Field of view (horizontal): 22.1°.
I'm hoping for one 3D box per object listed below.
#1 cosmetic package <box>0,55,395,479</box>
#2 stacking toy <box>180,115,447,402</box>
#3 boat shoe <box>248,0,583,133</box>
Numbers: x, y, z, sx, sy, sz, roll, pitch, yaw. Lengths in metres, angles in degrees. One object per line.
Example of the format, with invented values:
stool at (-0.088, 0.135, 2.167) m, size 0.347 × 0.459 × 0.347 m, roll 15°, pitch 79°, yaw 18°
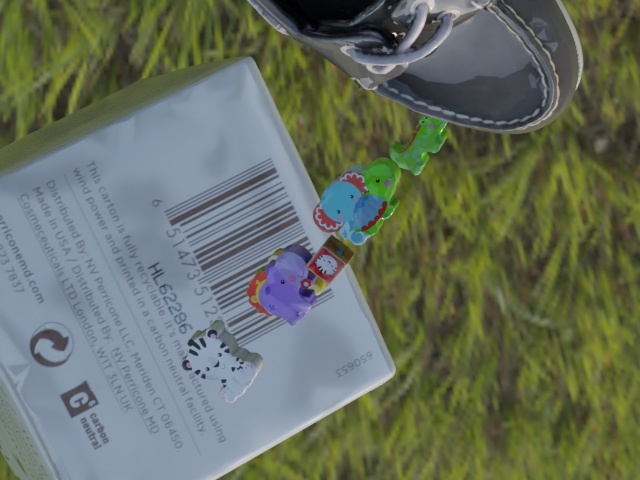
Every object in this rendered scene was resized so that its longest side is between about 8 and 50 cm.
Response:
cosmetic package at (-0.191, 0.045, 1.571) m, size 0.327 × 0.393 × 0.329 m, roll -29°, pitch 100°, yaw -16°
stacking toy at (0.000, 0.000, 1.138) m, size 0.052 × 0.167 × 0.221 m, roll 40°, pitch 115°, yaw 0°
boat shoe at (-0.012, -0.146, 0.752) m, size 0.335 × 0.095 × 0.112 m, roll 41°, pitch 129°, yaw -19°
